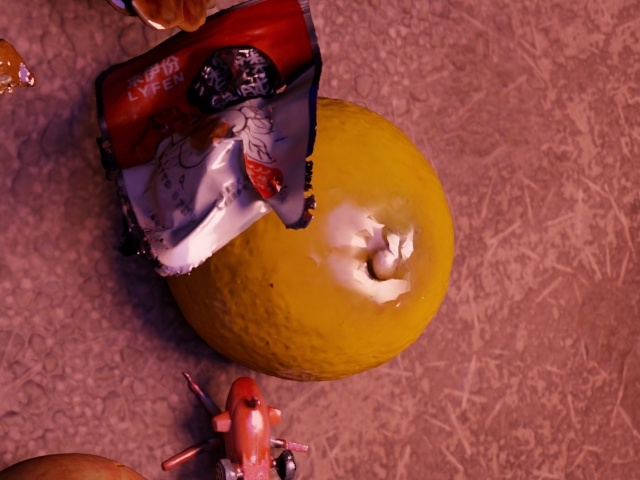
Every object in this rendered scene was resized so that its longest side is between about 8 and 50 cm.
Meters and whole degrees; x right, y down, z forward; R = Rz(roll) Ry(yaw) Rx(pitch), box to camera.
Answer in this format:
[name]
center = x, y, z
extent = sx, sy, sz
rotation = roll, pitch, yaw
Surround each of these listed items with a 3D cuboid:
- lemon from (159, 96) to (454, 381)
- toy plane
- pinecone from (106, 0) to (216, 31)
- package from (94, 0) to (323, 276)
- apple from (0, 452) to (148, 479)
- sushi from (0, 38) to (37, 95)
[lemon]
center = 0.000, 0.000, 1.403
extent = 0.240, 0.219, 0.240
rotation = -2, 94, -32
[toy plane]
center = -0.071, 0.213, 1.440
extent = 0.126, 0.077, 0.194
rotation = 16, 89, -22
[pinecone]
center = -0.109, -0.305, 1.324
extent = 0.244, 0.309, 0.244
rotation = 21, 50, -28
[package]
center = -0.080, -0.082, 1.316
extent = 0.194, 0.269, 0.071
rotation = -15, 128, 0
[apple]
center = -0.190, 0.257, 1.300
extent = 0.188, 0.174, 0.188
rotation = 3, 84, -32
[sushi]
center = -0.280, -0.127, 1.330
extent = 0.118, 0.061, 0.060
rotation = -7, 101, -12
